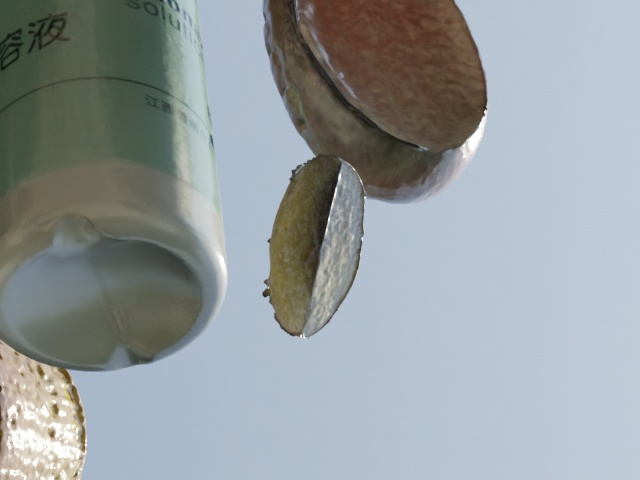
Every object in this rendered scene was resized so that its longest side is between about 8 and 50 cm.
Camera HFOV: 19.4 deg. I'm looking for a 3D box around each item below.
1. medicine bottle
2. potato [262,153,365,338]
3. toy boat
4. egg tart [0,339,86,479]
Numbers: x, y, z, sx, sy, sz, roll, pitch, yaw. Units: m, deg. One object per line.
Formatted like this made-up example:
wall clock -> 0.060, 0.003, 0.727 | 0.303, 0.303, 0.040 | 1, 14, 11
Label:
medicine bottle -> -0.114, -0.102, 0.918 | 0.110, 0.110, 0.352 | -17, -132, 9
potato -> -0.001, 0.000, 0.941 | 0.037, 0.036, 0.093 | 21, -77, 42
toy boat -> 0.032, -0.116, 1.298 | 0.155, 0.085, 0.227 | 4, -130, -28
egg tart -> -0.256, 0.119, 1.171 | 0.202, 0.147, 0.203 | -1, -105, 3
